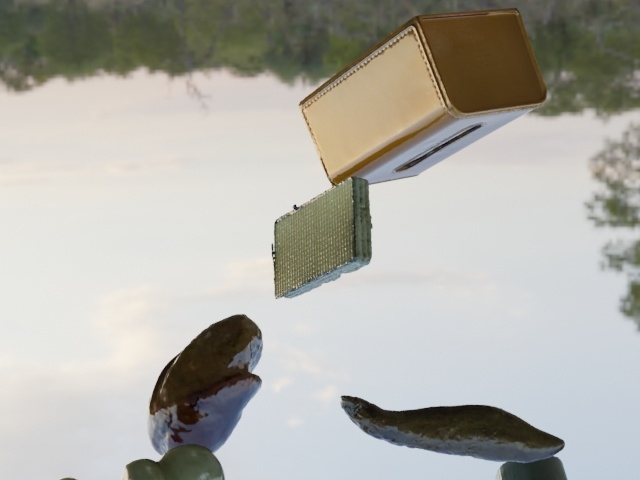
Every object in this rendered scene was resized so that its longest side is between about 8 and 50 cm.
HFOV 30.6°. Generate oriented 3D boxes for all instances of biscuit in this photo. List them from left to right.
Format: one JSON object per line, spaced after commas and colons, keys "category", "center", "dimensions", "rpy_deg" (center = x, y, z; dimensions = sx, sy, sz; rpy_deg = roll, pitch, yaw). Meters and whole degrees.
{"category": "biscuit", "center": [0.000, 0.000, 1.564], "dimensions": [0.040, 0.121, 0.199], "rpy_deg": [8, 160, -33]}

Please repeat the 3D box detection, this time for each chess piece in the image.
{"category": "chess piece", "center": [-0.233, 0.329, 1.452], "dimensions": [0.243, 0.133, 0.133], "rpy_deg": [-18, -163, -21]}

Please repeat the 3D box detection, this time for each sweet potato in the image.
{"category": "sweet potato", "center": [0.087, 0.126, 0.785], "dimensions": [0.153, 0.041, 0.038], "rpy_deg": [9, -136, 1]}

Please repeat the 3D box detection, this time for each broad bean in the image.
{"category": "broad bean", "center": [-0.154, 0.211, 1.656], "dimensions": [0.122, 0.228, 0.156], "rpy_deg": [29, 163, 33]}

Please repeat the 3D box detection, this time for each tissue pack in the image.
{"category": "tissue pack", "center": [0.133, -0.185, 1.571], "dimensions": [0.194, 0.145, 0.274], "rpy_deg": [-10, 168, -37]}

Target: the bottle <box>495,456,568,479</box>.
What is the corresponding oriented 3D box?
{"category": "bottle", "center": [0.245, 0.353, 1.205], "dimensions": [0.082, 0.082, 0.286], "rpy_deg": [-3, -137, -4]}
